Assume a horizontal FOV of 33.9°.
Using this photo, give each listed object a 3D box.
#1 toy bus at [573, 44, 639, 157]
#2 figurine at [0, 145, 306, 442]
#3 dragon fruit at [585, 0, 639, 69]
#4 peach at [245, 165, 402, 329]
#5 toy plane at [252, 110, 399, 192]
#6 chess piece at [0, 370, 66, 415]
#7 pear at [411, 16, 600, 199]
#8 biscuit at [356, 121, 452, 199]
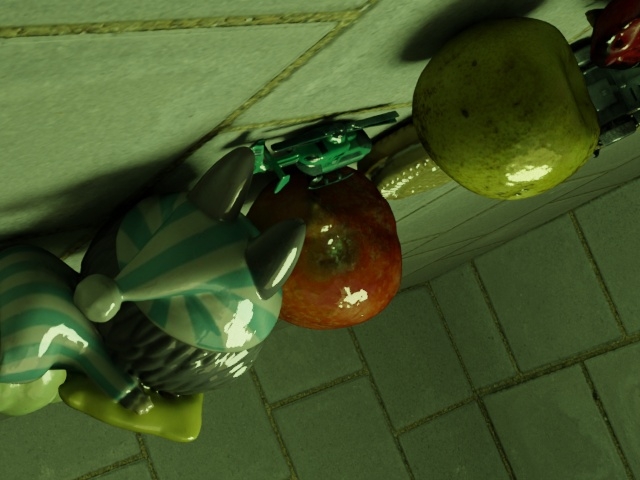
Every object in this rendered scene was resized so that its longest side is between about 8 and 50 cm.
[{"bbox_3d":[0.454,-0.230,1.434,0.289,0.139,0.157,-28,176,10],"label":"toy bus"},{"bbox_3d":[-0.203,0.014,1.220,0.361,0.266,0.377,12,124,-35],"label":"figurine"},{"bbox_3d":[0.436,-0.276,1.205,0.344,0.100,0.282,-17,169,-14],"label":"dragon fruit"},{"bbox_3d":[0.000,0.000,1.409,0.232,0.232,0.256,-20,156,-15],"label":"peach"},{"bbox_3d":[-0.008,-0.106,1.270,0.235,0.060,0.096,-20,164,-36],"label":"toy plane"},{"bbox_3d":[-0.486,0.181,1.361,0.234,0.234,0.442,-29,174,39],"label":"chess piece"},{"bbox_3d":[0.193,-0.136,1.129,0.197,0.197,0.197,-22,171,-3],"label":"pear"},{"bbox_3d":[0.175,-0.130,1.510,0.259,0.079,0.259,-21,171,-3],"label":"biscuit"}]
